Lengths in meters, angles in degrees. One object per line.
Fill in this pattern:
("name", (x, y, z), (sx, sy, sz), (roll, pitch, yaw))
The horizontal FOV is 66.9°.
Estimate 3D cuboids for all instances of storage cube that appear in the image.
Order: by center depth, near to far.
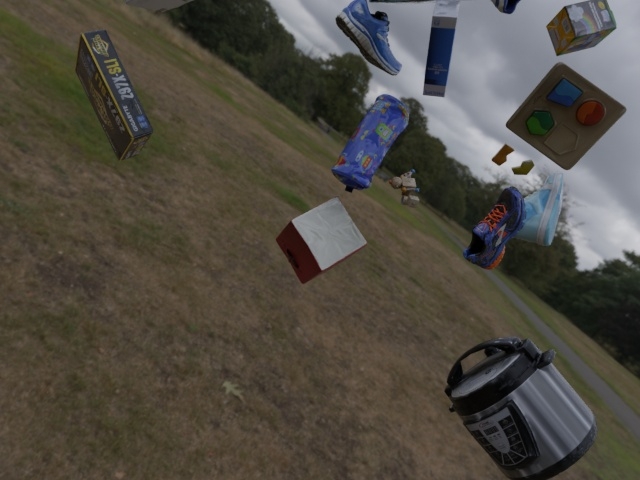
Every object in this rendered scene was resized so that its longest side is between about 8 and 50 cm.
("storage cube", (0.000, 0.000, 1.539), (0.184, 0.215, 0.193), (59, -24, 5))

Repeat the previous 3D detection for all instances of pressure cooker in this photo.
("pressure cooker", (0.647, 0.541, 1.647), (0.420, 0.370, 0.375), (53, -6, 10))

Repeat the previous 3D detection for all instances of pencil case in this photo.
("pencil case", (0.156, -0.293, 1.485), (0.133, 0.306, 0.119), (32, -5, -10))

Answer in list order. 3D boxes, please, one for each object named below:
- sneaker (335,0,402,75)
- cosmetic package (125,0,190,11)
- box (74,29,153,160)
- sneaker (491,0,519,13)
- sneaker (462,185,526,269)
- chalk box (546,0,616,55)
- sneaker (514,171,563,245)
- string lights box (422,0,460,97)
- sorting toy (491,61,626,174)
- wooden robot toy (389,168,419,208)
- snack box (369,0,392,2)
("sneaker", (0.203, -0.713, 1.702), (0.330, 0.147, 0.130), (34, 13, -44))
("cosmetic package", (-0.496, -0.812, 1.457), (0.151, 0.184, 0.151), (-2, 11, 32))
("box", (-0.639, -0.433, 1.488), (0.257, 0.079, 0.322), (-12, -77, 57))
("sneaker", (0.584, -0.726, 1.273), (0.112, 0.296, 0.131), (10, 57, -34))
("sneaker", (0.415, -0.026, 1.161), (0.087, 0.221, 0.083), (7, 26, -21))
("chalk box", (0.980, -0.793, 1.789), (0.132, 0.213, 0.132), (117, -41, -80))
("sneaker", (0.725, -0.129, 1.697), (0.208, 0.319, 0.127), (9, -39, 32))
("string lights box", (0.384, -0.610, 1.551), (0.076, 0.260, 0.133), (9, 48, 12))
("sorting toy", (0.637, -0.297, 1.338), (0.229, 0.307, 0.041), (36, 30, 1))
("wooden robot toy", (0.239, -0.153, 1.436), (0.079, 0.076, 0.173), (11, 43, -10))
("snack box", (0.351, -0.846, 1.656), (0.322, 0.060, 0.187), (13, 26, 30))
